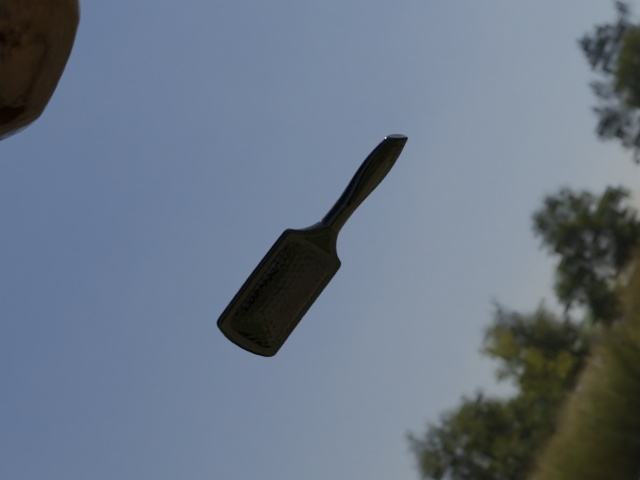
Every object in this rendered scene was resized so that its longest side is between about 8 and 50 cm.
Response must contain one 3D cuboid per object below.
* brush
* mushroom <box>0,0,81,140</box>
[{"bbox_3d":[0.000,0.000,1.145,0.063,0.016,0.193,34,-87,-42],"label":"brush"},{"bbox_3d":[-0.352,-0.166,1.118,0.345,0.345,0.260,-42,-54,-64],"label":"mushroom"}]
